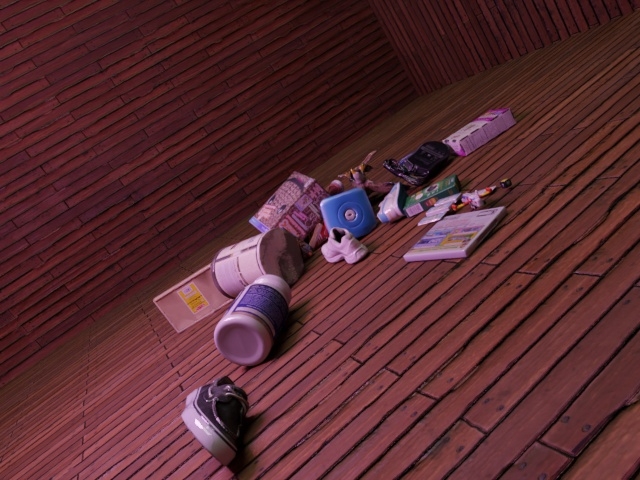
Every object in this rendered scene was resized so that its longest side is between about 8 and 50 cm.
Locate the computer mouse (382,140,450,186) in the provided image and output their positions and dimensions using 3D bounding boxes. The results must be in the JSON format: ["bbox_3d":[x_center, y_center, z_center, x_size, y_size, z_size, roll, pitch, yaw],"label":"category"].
[{"bbox_3d":[0.383,-0.290,2.003,0.272,0.072,0.189,-35,56,-29],"label":"computer mouse"}]

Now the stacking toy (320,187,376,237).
[{"bbox_3d":[0.070,-0.074,1.922,0.175,0.165,0.302,-20,0,-13],"label":"stacking toy"}]

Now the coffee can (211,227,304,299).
[{"bbox_3d":[-0.224,0.088,1.851,0.276,0.201,0.201,-19,20,42],"label":"coffee can"}]

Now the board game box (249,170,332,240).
[{"bbox_3d":[-0.116,-0.116,2.133,0.291,0.141,0.232,-49,28,-5],"label":"board game box"}]

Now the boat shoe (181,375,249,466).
[{"bbox_3d":[-0.212,0.351,1.105,0.119,0.121,0.335,-40,14,-12],"label":"boat shoe"}]

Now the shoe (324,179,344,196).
[{"bbox_3d":[0.035,-0.195,2.242,0.081,0.063,0.178,-44,5,-24],"label":"shoe"}]

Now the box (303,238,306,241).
[{"bbox_3d":[-0.154,0.034,2.208,0.179,0.043,0.105,-36,16,-23],"label":"box"}]

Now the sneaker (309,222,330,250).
[{"bbox_3d":[0.000,0.000,2.015,0.042,0.067,0.118,-2,63,60],"label":"sneaker"}]

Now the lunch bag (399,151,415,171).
[{"bbox_3d":[0.376,-0.322,2.216,0.099,0.067,0.065,-29,14,18],"label":"lunch bag"}]

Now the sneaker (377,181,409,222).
[{"bbox_3d":[0.252,-0.133,1.814,0.092,0.087,0.228,-28,13,26],"label":"sneaker"}]

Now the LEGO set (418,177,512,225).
[{"bbox_3d":[0.402,-0.124,1.478,0.244,0.060,0.182,-16,16,41],"label":"LEGO set"}]

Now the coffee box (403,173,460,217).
[{"bbox_3d":[0.362,-0.143,1.704,0.184,0.040,0.113,-26,16,24],"label":"coffee box"}]

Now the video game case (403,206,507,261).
[{"bbox_3d":[0.342,-0.013,1.347,0.193,0.023,0.212,-41,17,-30],"label":"video game case"}]

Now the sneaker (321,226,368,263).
[{"bbox_3d":[0.062,0.005,1.689,0.090,0.115,0.232,-39,15,-23],"label":"sneaker"}]

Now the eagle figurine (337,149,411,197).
[{"bbox_3d":[0.189,-0.202,2.067,0.298,0.225,0.226,55,132,44],"label":"eagle figurine"}]

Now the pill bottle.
[{"bbox_3d":[-0.173,0.207,1.441,0.153,0.153,0.264,-26,16,23],"label":"pill bottle"}]

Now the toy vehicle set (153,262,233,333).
[{"bbox_3d":[-0.482,0.222,2.020,0.267,0.165,0.035,-31,14,4],"label":"toy vehicle set"}]

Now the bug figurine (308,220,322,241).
[{"bbox_3d":[0.023,-0.092,2.189,0.216,0.072,0.279,-30,15,10],"label":"bug figurine"}]

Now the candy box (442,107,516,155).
[{"bbox_3d":[0.610,-0.417,2.029,0.234,0.071,0.159,-32,14,-1],"label":"candy box"}]

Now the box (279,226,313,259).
[{"bbox_3d":[-0.163,0.035,1.981,0.233,0.159,0.044,-19,46,43],"label":"box"}]
